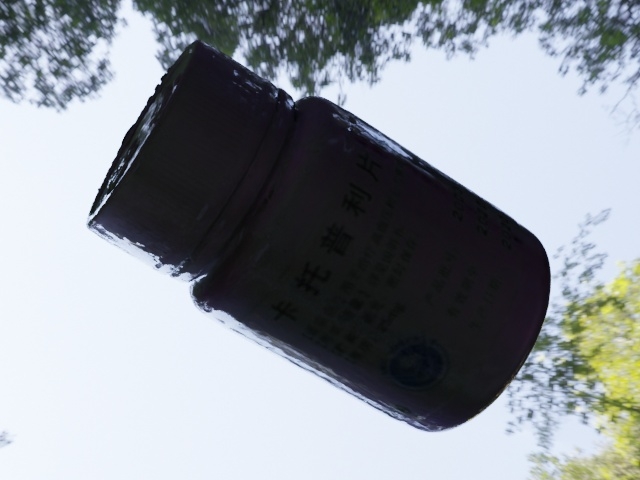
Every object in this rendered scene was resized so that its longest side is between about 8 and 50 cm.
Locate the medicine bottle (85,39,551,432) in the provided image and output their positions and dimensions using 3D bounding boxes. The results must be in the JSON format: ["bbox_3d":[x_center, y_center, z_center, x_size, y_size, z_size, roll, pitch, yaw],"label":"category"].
[{"bbox_3d":[0.000,0.000,0.633,0.255,0.152,0.152,30,-96,-18],"label":"medicine bottle"}]
